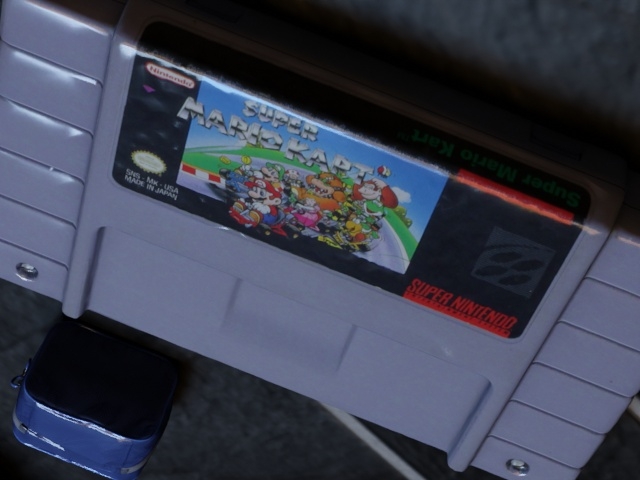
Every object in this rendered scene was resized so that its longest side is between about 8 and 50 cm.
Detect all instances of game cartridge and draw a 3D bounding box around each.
[{"bbox_3d":[0.000,0.000,0.813,0.355,0.068,0.230,22,144,1],"label":"game cartridge"}]

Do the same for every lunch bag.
[{"bbox_3d":[-0.142,0.100,0.978,0.098,0.067,0.065,23,140,0],"label":"lunch bag"}]
